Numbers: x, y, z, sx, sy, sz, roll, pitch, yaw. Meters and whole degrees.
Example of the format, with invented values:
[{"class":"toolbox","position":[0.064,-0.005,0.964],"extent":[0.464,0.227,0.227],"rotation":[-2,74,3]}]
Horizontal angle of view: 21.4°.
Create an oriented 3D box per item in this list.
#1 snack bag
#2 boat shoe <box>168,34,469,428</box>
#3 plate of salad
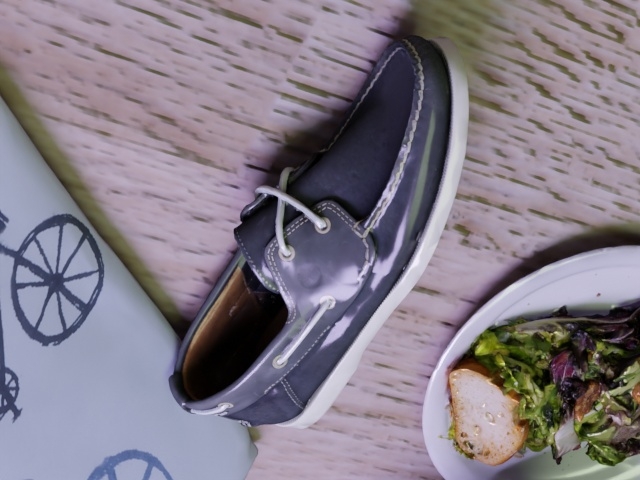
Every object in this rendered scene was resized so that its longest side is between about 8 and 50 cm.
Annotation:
[{"class":"snack bag","position":[-0.178,0.125,0.772],"extent":[0.323,0.037,0.342],"rotation":[-59,137,-30]},{"class":"boat shoe","position":[0.000,0.000,0.831],"extent":[0.079,0.084,0.233],"rotation":[11,123,-31]},{"class":"plate of salad","position":[0.156,0.089,0.972],"extent":[0.200,0.048,0.199],"rotation":[-9,127,-12]}]
